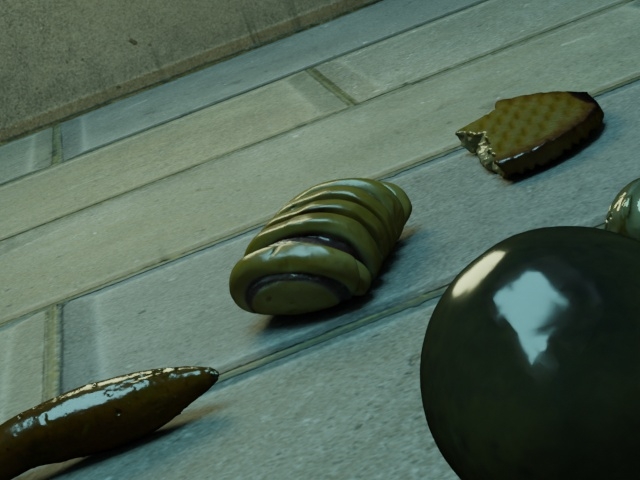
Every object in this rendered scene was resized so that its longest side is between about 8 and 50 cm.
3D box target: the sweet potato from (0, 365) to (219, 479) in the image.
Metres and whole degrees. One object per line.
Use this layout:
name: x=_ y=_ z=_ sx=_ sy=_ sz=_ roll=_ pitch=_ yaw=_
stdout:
sweet potato: x=-0.204 y=0.149 z=1.238 sx=0.264 sy=0.057 sz=0.057 roll=-19 pitch=15 yaw=-2

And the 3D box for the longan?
longan: x=0.139 y=0.075 z=0.882 sx=0.167 sy=0.167 sz=0.187 roll=-15 pitch=37 yaw=17

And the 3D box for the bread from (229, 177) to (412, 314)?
bread: x=0.000 y=0.000 z=1.448 sx=0.134 sy=0.081 sz=0.225 roll=-16 pitch=16 yaw=20

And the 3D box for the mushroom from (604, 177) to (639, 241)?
mushroom: x=0.294 y=-0.012 z=1.124 sx=0.092 sy=0.081 sz=0.223 roll=-6 pitch=3 yaw=-32

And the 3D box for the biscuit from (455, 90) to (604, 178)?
biscuit: x=0.211 y=-0.109 z=1.654 sx=0.176 sy=0.031 sz=0.228 roll=-10 pitch=20 yaw=35
